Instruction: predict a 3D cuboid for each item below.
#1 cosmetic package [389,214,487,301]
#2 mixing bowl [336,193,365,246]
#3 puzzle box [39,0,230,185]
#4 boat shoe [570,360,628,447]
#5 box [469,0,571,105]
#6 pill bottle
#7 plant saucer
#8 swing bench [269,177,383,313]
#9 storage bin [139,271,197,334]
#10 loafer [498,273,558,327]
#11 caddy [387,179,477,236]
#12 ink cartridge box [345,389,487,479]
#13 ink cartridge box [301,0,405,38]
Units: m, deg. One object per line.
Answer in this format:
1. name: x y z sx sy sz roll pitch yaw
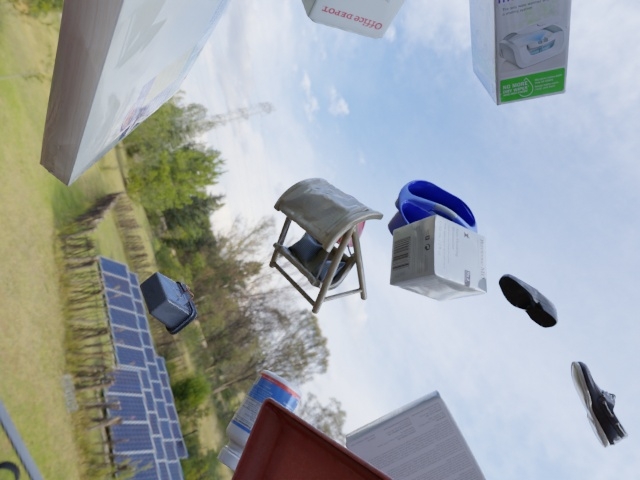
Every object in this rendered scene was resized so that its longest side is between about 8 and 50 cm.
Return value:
1. cosmetic package: 0.290 0.050 1.088 0.151 0.183 0.151 -24 -126 54
2. mixing bowl: 0.071 -0.079 1.345 0.098 0.181 0.181 -50 -127 29
3. puzzle box: -0.210 -0.243 0.541 0.052 0.272 0.409 42 -37 -16
4. boat shoe: 0.626 0.360 0.991 0.075 0.065 0.206 -33 102 -79
5. box: 0.360 -0.414 0.831 0.262 0.126 0.231 -78 157 -56
6. pill bottle: -0.147 0.437 1.056 0.124 0.221 0.124 26 -24 13
7. plant saucer: -0.030 0.338 0.474 0.047 0.258 0.259 31 -16 -34
8. swing bench: 0.000 0.000 1.116 0.253 0.165 0.255 38 -50 47
9. storage bin: -0.362 0.138 1.044 0.135 0.098 0.091 49 -3 41
10. loafer: 0.499 0.136 1.063 0.170 0.061 0.062 43 -43 -5
11. caddy: 0.421 -0.080 1.645 0.179 0.341 0.241 -45 -160 60
12. ink cartridge box: 0.176 0.404 0.750 0.232 0.189 0.066 62 5 5
13. ink cartridge box: 0.063 -0.367 0.567 0.175 0.127 0.072 -50 -131 48
